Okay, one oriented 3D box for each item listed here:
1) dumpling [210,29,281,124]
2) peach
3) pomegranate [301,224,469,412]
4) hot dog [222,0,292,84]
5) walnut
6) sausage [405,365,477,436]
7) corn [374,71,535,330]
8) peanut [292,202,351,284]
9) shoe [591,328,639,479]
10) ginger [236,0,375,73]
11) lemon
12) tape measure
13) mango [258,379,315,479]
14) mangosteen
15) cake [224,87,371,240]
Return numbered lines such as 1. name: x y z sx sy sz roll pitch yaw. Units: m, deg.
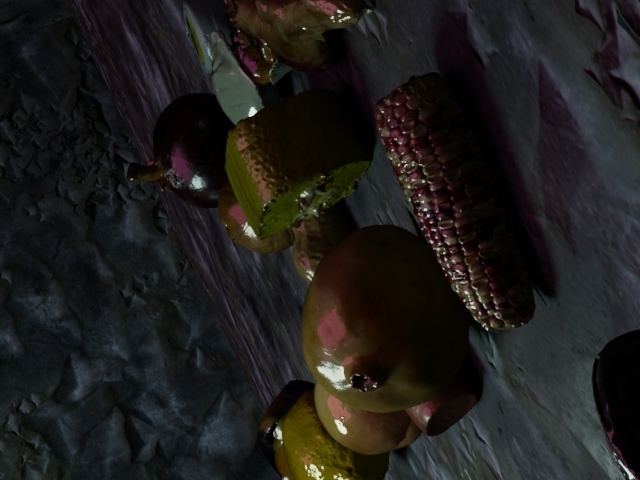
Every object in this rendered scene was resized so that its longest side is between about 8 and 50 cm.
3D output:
1. dumpling: -0.110 -0.260 1.775 0.219 0.108 0.152 56 148 -1
2. peach: 0.083 0.243 1.666 0.184 0.184 0.184 60 164 29
3. pomegranate: 0.083 0.100 1.362 0.233 0.233 0.233 60 164 29
4. hot dog: -0.111 -0.368 1.633 0.270 0.081 0.162 69 165 -3
5. walnut: -0.101 -0.057 1.919 0.207 0.167 0.167 161 86 -78
6. sausage: 0.117 0.142 1.517 0.259 0.113 0.113 59 164 27
7. corn: 0.148 -0.039 1.154 0.290 0.098 0.098 64 166 -2
8. peanut: 0.000 0.000 1.737 0.226 0.108 0.095 69 158 3
9. shoe: 0.325 0.228 0.874 0.336 0.132 0.171 61 174 12
10. ginger: -0.028 -0.283 1.415 0.148 0.081 0.333 53 169 -12
11. lemon: 0.029 0.375 2.006 0.260 0.204 0.204 -120 13 -61
12. tape measure: -0.216 -0.444 1.890 0.164 0.084 0.330 37 148 60
13. mango: -0.013 0.438 2.293 0.153 0.201 0.287 -94 -19 -70
14. mangosteen: -0.259 -0.161 2.130 0.235 0.261 0.235 57 161 32
15. cake: -0.034 -0.106 1.551 0.260 0.179 0.156 117 129 -76
